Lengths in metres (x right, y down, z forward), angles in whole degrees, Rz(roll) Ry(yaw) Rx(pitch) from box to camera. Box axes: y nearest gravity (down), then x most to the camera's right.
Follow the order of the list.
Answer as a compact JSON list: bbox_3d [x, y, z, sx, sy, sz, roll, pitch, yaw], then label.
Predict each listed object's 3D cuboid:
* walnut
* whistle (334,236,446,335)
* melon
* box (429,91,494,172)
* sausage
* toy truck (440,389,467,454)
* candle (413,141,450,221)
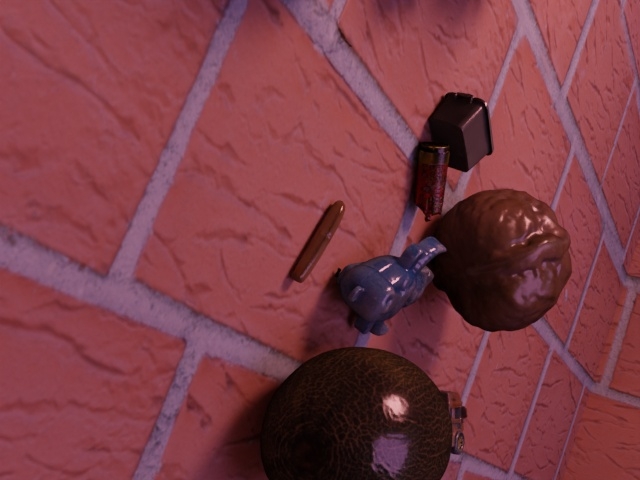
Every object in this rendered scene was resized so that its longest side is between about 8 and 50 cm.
[{"bbox_3d":[0.308,0.034,1.474,0.248,0.248,0.248,-32,129,-50],"label":"walnut"},{"bbox_3d":[0.106,0.070,1.290,0.269,0.093,0.180,-3,130,-59],"label":"whistle"},{"bbox_3d":[0.056,0.260,1.145,0.302,0.238,0.237,5,98,-62],"label":"melon"},{"bbox_3d":[0.229,-0.174,1.396,0.069,0.084,0.122,-47,139,-28],"label":"box"},{"bbox_3d":[0.000,0.000,1.147,0.132,0.024,0.024,-59,146,-24],"label":"sausage"},{"bbox_3d":[0.166,0.305,1.485,0.257,0.108,0.140,12,79,-57],"label":"toy truck"},{"bbox_3d":[0.178,-0.092,1.375,0.052,0.052,0.130,-23,123,-54],"label":"candle"}]
